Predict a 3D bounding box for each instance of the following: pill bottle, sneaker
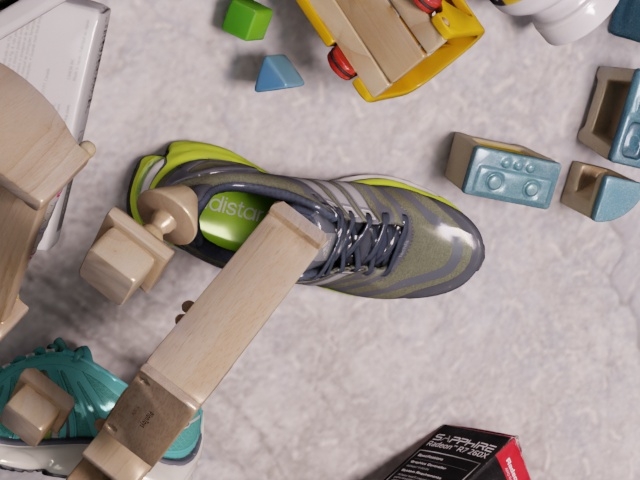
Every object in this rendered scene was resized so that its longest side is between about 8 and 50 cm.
[{"bbox_3d":[0.156,-0.245,1.159,0.103,0.103,0.184,-45,113,-2],"label":"pill bottle"},{"bbox_3d":[-0.222,0.130,1.159,0.275,0.107,0.110,13,81,-26],"label":"sneaker"},{"bbox_3d":[0.000,0.000,1.167,0.300,0.121,0.111,7,103,-20],"label":"sneaker"}]

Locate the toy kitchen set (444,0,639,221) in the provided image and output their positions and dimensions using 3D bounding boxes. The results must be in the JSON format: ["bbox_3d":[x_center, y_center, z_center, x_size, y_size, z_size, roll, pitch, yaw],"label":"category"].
[{"bbox_3d":[0.217,-0.122,1.204,0.166,0.122,0.207,10,102,-21],"label":"toy kitchen set"}]

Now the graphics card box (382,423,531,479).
[{"bbox_3d":[0.058,0.352,1.230,0.371,0.094,0.232,-37,117,-34],"label":"graphics card box"}]

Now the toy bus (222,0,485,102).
[{"bbox_3d":[0.036,-0.207,1.128,0.104,0.191,0.202,-19,120,-60],"label":"toy bus"}]

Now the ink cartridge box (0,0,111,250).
[{"bbox_3d":[-0.290,-0.111,1.088,0.232,0.066,0.189,15,101,0],"label":"ink cartridge box"}]

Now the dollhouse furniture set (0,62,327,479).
[{"bbox_3d":[-0.201,-0.020,1.028,0.355,0.303,0.174,37,53,1],"label":"dollhouse furniture set"}]

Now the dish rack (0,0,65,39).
[{"bbox_3d":[-0.249,-0.285,1.004,0.333,0.072,0.285,-32,98,-7],"label":"dish rack"}]
